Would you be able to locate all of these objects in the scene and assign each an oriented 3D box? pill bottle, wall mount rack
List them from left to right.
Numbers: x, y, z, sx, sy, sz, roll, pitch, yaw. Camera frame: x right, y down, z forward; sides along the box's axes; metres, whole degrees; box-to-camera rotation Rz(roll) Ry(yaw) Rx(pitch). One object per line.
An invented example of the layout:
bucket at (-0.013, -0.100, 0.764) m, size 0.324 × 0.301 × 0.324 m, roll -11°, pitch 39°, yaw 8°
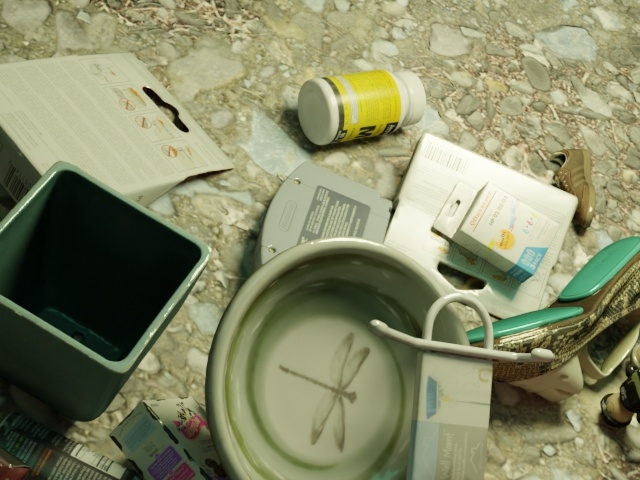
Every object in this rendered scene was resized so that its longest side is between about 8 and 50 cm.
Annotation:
pill bottle at (-0.315, 0.328, 1.593) m, size 0.246 × 0.130 × 0.130 m, roll 27°, pitch 48°, yaw 0°
pill bottle at (0.075, -0.240, 2.217) m, size 0.208 × 0.119 × 0.119 m, roll -12°, pitch 59°, yaw -29°
wall mount rack at (0.155, 0.230, 1.608) m, size 0.304 × 0.130 × 0.350 m, roll 10°, pitch 80°, yaw -27°

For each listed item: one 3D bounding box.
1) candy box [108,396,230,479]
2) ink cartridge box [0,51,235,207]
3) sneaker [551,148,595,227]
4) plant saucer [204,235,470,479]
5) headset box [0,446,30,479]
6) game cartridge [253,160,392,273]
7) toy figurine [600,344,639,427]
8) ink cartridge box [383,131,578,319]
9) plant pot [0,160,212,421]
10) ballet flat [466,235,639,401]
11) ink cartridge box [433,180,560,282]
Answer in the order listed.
candy box at (-0.163, 0.301, 1.660) m, size 0.196 × 0.070 × 0.165 m, roll 46°, pitch 10°, yaw 16°
ink cartridge box at (-0.368, -0.165, 2.024) m, size 0.308 × 0.091 × 0.385 m, roll 47°, pitch 34°, yaw 18°
sneaker at (0.465, -0.096, 2.312) m, size 0.071 × 0.066 × 0.188 m, roll 4°, pitch 45°, yaw 2°
plant saucer at (0.018, 0.197, 1.668) m, size 0.400 × 0.100 × 0.400 m, roll 3°, pitch 83°, yaw -28°
headset box at (-0.503, 0.300, 1.464) m, size 0.218 × 0.110 × 0.293 m, roll 34°, pitch 80°, yaw 6°
game cartridge at (0.000, 0.000, 2.024) m, size 0.198 × 0.062 × 0.297 m, roll 20°, pitch 43°, yaw -1°
toy figurine at (0.580, 0.255, 2.020) m, size 0.209 × 0.148 × 0.213 m, roll 40°, pitch 47°, yaw 3°
ink cartridge box at (0.262, -0.012, 2.149) m, size 0.296 × 0.066 × 0.261 m, roll 23°, pitch 73°, yaw -3°
plant pot at (-0.333, 0.099, 1.687) m, size 0.247 × 0.252 × 0.248 m, roll 31°, pitch 48°, yaw 2°
ballet flat at (0.412, 0.152, 2.031) m, size 0.483 × 0.164 × 0.182 m, roll -26°, pitch 98°, yaw -36°
ink cartridge box at (0.293, -0.023, 2.090) m, size 0.181 × 0.061 × 0.104 m, roll 31°, pitch 73°, yaw 0°
